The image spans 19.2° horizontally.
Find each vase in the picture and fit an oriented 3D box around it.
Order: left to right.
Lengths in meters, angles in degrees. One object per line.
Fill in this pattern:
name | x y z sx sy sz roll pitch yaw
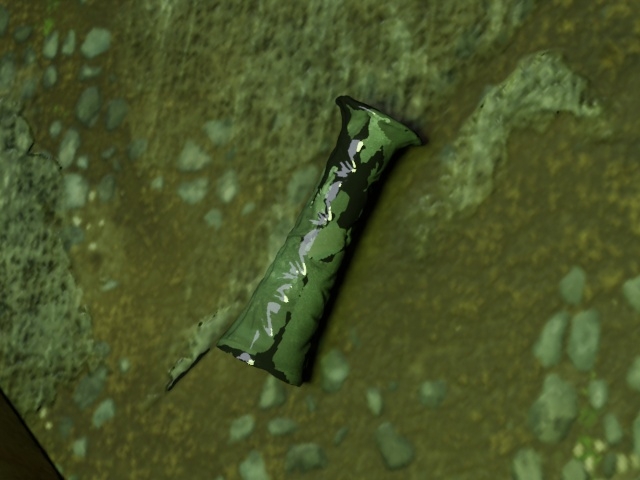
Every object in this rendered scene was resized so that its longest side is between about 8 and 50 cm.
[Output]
vase | 0.000 0.000 1.120 0.059 0.059 0.167 26 90 41

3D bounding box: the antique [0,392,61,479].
antique | -0.217 0.179 1.205 0.093 0.087 0.310 -52 51 12
